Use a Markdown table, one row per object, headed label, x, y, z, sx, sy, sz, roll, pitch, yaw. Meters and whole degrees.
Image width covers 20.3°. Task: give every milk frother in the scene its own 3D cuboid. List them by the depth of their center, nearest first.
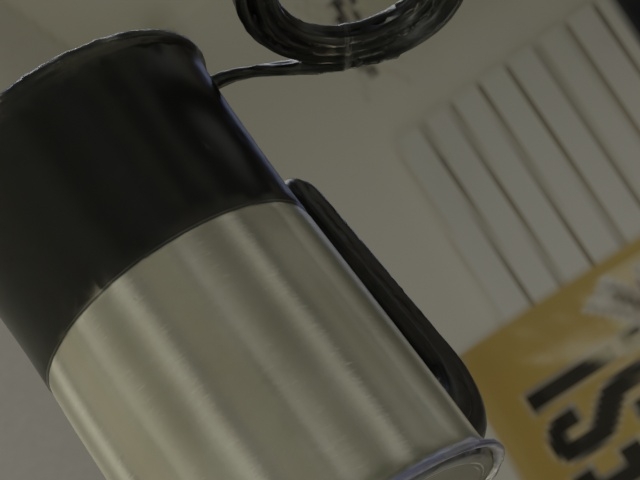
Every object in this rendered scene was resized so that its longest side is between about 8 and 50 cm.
| label | x | y | z | sx | sy | sz | roll | pitch | yaw |
| --- | --- | --- | --- | --- | --- | --- | --- | --- | --- |
| milk frother | 0.000 | 0.000 | 0.431 | 0.129 | 0.143 | 0.134 | -19 | -117 | -42 |
